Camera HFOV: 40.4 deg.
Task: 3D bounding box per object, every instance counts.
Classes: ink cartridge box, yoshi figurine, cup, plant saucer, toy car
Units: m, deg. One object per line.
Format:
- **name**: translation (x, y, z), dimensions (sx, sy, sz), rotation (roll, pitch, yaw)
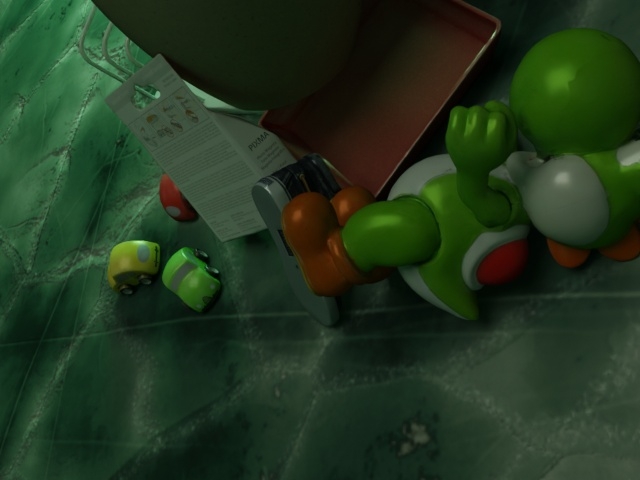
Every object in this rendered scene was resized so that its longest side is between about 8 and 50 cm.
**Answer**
- **ink cartridge box**: translation (-0.128, -0.109, 1.015), dimensions (0.066, 0.232, 0.189), rotation (-43, 15, -30)
- **yoshi figurine**: translation (0.146, -0.073, 0.777), dimensions (0.362, 0.203, 0.203), rotation (-17, 48, 28)
- **cup**: translation (-0.080, -0.289, 0.973), dimensions (0.331, 0.237, 0.331), rotation (-17, 40, 15)
- **plant saucer**: translation (0.067, -0.178, 1.016), dimensions (0.258, 0.048, 0.259), rotation (-54, 42, 10)
- **toy car**: translation (-0.202, 0.012, 1.175), dimensions (0.239, 0.053, 0.225), rotation (-54, 43, 10)

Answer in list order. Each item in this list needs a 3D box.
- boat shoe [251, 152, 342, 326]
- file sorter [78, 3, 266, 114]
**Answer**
- **boat shoe**: translation (0.000, 0.000, 0.938), dimensions (0.083, 0.183, 0.065), rotation (-34, 24, -27)
- **file sorter**: translation (-0.184, -0.304, 1.234), dimensions (0.277, 0.173, 0.193), rotation (11, 78, 46)
